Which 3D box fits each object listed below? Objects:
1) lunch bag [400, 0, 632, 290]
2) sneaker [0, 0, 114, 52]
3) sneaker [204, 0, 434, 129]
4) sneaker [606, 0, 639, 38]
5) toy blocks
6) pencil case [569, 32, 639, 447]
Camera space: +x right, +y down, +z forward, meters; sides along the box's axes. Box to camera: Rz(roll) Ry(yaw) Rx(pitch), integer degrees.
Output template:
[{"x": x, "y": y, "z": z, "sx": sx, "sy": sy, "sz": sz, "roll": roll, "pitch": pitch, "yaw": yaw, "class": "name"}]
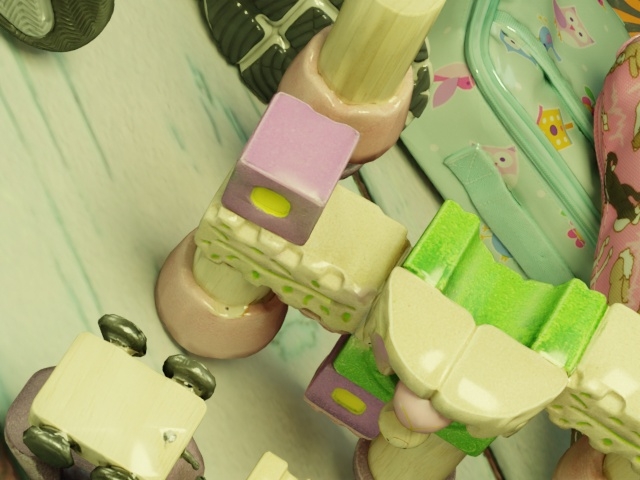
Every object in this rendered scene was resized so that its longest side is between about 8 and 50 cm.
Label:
[{"x": 0.160, "y": -0.062, "z": 1.242, "sx": 0.279, "sy": 0.108, "sz": 0.224, "roll": 50, "pitch": 32, "yaw": -23, "class": "lunch bag"}, {"x": -0.141, "y": -0.207, "z": 0.907, "sx": 0.228, "sy": 0.086, "sz": 0.132, "roll": 67, "pitch": 20, "yaw": -6, "class": "sneaker"}, {"x": -0.026, "y": -0.175, "z": 1.051, "sx": 0.275, "sy": 0.107, "sz": 0.110, "roll": 53, "pitch": 22, "yaw": -19, "class": "sneaker"}, {"x": 0.308, "y": -0.121, "z": 1.449, "sx": 0.125, "sy": 0.180, "sz": 0.321, "roll": 33, "pitch": 42, "yaw": -42, "class": "sneaker"}, {"x": 0.039, "y": 0.081, "z": 0.874, "sx": 0.289, "sy": 0.260, "sz": 0.309, "roll": 32, "pitch": 60, "yaw": 1, "class": "toy blocks"}, {"x": 0.225, "y": 0.068, "z": 1.077, "sx": 0.167, "sy": 0.160, "sz": 0.386, "roll": 16, "pitch": 74, "yaw": -21, "class": "pencil case"}]
